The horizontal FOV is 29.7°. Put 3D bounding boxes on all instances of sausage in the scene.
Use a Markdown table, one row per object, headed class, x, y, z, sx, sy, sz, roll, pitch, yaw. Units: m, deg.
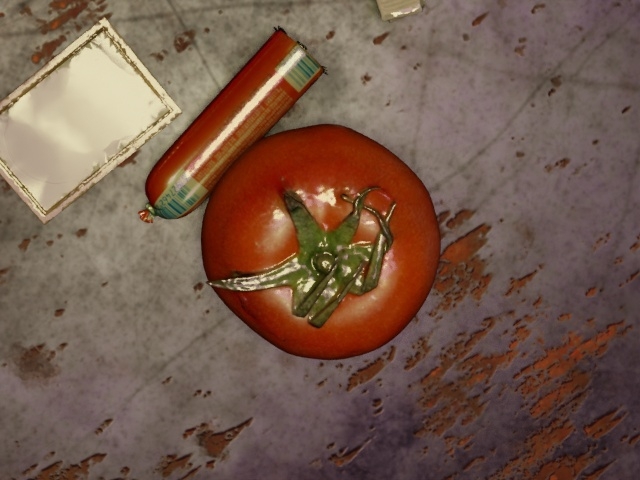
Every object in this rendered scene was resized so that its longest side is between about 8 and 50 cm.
| class | x | y | z | sx | sy | sz | roll | pitch | yaw |
| --- | --- | --- | --- | --- | --- | --- | --- | --- | --- |
| sausage | -0.109 | -0.118 | 1.340 | 0.083 | 0.083 | 0.264 | 43 | 93 | -13 |

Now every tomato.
| class | x | y | z | sx | sy | sz | roll | pitch | yaw |
| --- | --- | --- | --- | --- | --- | --- | --- | --- | --- |
| tomato | 0.000 | 0.000 | 1.300 | 0.255 | 0.224 | 0.256 | -1 | 103 | -6 |

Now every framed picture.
| class | x | y | z | sx | sy | sz | roll | pitch | yaw |
| --- | --- | --- | --- | --- | --- | --- | --- | --- | --- |
| framed picture | -0.274 | -0.132 | 1.346 | 0.201 | 0.010 | 0.136 | -39 | 102 | -1 |

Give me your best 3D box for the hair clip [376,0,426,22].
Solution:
| class | x | y | z | sx | sy | sz | roll | pitch | yaw |
| --- | --- | --- | --- | --- | --- | --- | --- | --- | --- |
| hair clip | 0.052 | -0.349 | 1.334 | 0.159 | 0.071 | 0.219 | -18 | 97 | -3 |
